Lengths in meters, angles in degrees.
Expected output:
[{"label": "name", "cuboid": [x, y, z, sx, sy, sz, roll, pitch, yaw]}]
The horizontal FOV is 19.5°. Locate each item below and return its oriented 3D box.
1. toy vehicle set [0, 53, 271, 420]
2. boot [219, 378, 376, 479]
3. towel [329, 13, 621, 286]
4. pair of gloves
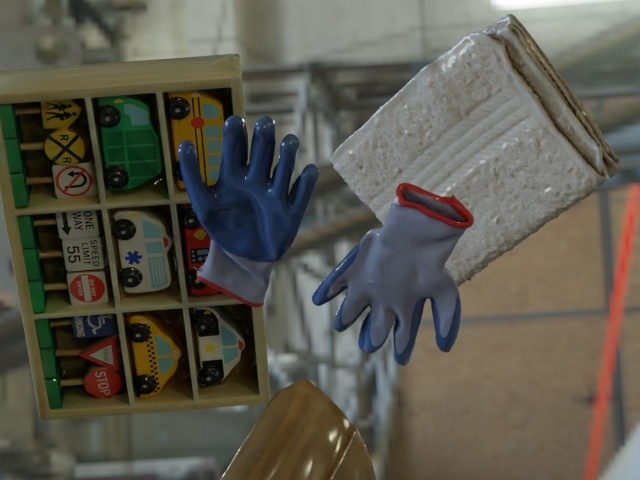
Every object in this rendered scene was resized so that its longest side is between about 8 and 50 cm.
[{"label": "toy vehicle set", "cuboid": [-0.126, 0.003, 1.270, 0.166, 0.266, 0.035, -5, 33, -1]}, {"label": "boot", "cuboid": [-0.069, 0.184, 1.200, 0.089, 0.236, 0.269, 5, 39, 29]}, {"label": "towel", "cuboid": [0.139, -0.073, 1.760, 0.049, 0.187, 0.282, -32, -6, -44]}, {"label": "pair of gloves", "cuboid": [0.000, 0.000, 1.130, 0.198, 0.023, 0.159, 25, -42, 6]}]
